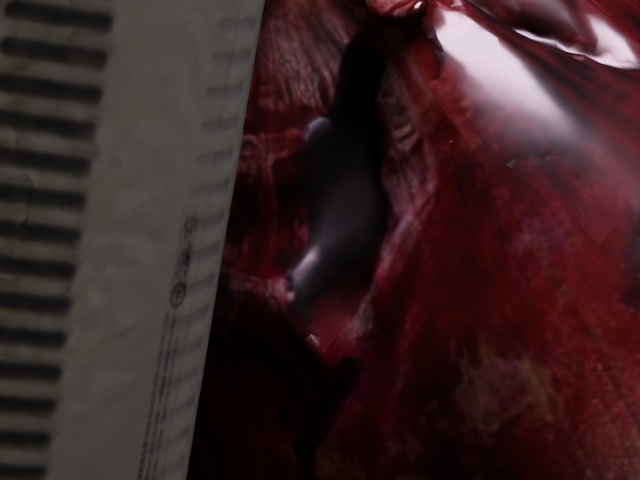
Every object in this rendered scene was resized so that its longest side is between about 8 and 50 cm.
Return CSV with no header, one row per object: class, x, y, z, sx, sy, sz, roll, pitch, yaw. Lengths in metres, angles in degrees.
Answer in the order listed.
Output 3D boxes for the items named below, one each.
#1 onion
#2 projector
onion,0.036,0.018,0.527,0.221,0.281,0.281,-26,23,-16
projector,-0.063,-0.050,0.395,0.108,0.337,0.108,9,11,-2
